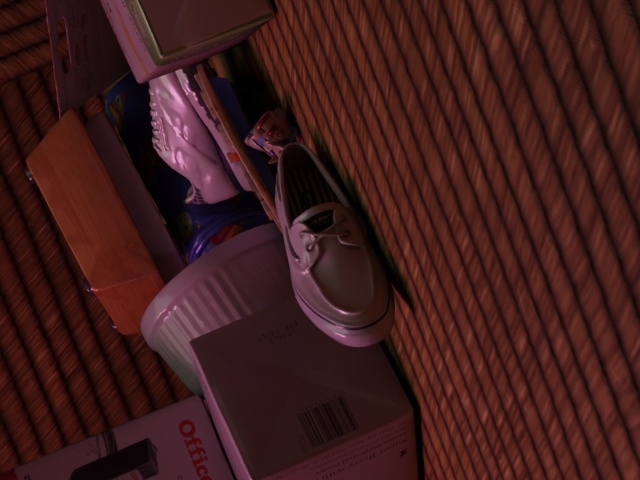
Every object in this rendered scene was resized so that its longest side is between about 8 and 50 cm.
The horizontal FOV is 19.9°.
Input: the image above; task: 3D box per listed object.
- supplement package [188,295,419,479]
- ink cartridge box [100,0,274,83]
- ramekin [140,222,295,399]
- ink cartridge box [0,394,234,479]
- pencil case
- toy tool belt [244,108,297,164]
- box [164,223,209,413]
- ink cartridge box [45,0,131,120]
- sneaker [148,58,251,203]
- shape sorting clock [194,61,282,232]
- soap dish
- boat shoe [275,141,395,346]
[{"bbox_3d":[-0.009,0.207,1.901,0.293,0.177,0.175,80,164,-59],"label":"supplement package"},{"bbox_3d":[-0.159,-0.272,1.790,0.353,0.119,0.207,180,67,-81],"label":"ink cartridge box"},{"bbox_3d":[-0.081,0.086,1.977,0.109,0.207,0.207,55,167,17],"label":"ramekin"},{"bbox_3d":[-0.217,0.302,1.924,0.114,0.273,0.197,141,107,-78],"label":"ink cartridge box"},{"bbox_3d":[-0.152,-0.088,2.200,0.306,0.133,0.119,60,135,35],"label":"pencil case"},{"bbox_3d":[-0.041,-0.100,1.783,0.051,0.052,0.083,36,176,-5],"label":"toy tool belt"},{"bbox_3d":[-0.119,0.115,2.431,0.121,0.148,0.311,121,127,-79],"label":"box"},{"bbox_3d":[-0.281,-0.270,2.192,0.056,0.225,0.181,12,123,25],"label":"ink cartridge box"},{"bbox_3d":[-0.152,-0.138,2.014,0.090,0.095,0.235,-73,-37,-56],"label":"sneaker"},{"bbox_3d":[-0.078,-0.093,1.904,0.206,0.040,0.206,-25,-90,-85],"label":"shape sorting clock"},{"bbox_3d":[-0.253,-0.011,2.231,0.229,0.118,0.291,61,174,14],"label":"soap dish"},{"bbox_3d":[0.000,0.000,1.646,0.226,0.083,0.076,-121,11,-45],"label":"boat shoe"}]
